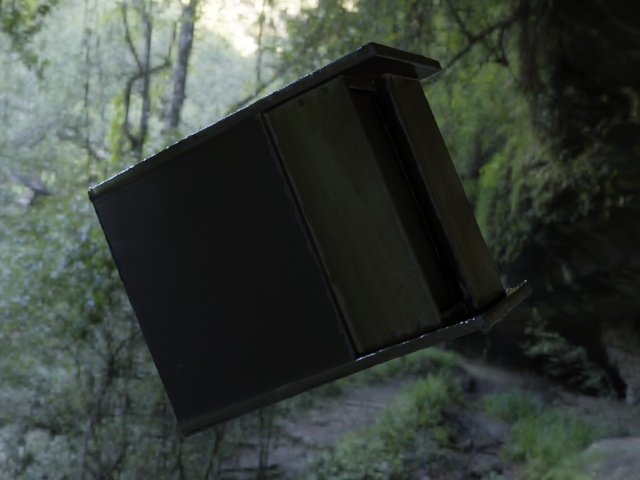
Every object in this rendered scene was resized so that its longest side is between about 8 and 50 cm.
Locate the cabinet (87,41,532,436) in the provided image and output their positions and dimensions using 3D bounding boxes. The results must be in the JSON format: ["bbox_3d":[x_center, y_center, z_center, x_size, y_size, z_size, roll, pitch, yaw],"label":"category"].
[{"bbox_3d":[0.000,0.000,0.618,0.215,0.174,0.148,-24,-4,25],"label":"cabinet"}]
